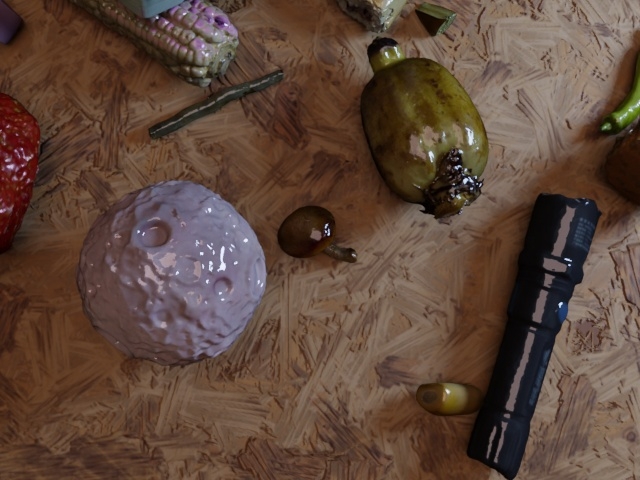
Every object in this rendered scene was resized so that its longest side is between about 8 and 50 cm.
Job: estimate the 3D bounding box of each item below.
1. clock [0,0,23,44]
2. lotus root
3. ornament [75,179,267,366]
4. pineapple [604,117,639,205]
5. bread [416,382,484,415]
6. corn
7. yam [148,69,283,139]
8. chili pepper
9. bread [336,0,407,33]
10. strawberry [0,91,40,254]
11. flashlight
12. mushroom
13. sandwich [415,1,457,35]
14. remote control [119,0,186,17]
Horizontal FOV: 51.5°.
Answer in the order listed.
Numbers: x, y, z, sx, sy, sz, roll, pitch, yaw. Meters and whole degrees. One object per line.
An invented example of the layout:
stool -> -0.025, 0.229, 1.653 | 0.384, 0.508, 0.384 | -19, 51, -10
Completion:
clock -> -0.541, -0.382, 1.025 | 0.152, 0.110, 0.050 | 43, 89, 3
lotus root -> 0.150, -0.168, 0.990 | 0.169, 0.141, 0.314 | -19, 75, -5
ornament -> -0.207, 0.051, 0.908 | 0.259, 0.259, 0.225 | 35, 64, 3
pineapple -> 0.564, -0.170, 0.998 | 0.278, 0.158, 0.158 | -43, 86, -14
bread -> 0.193, 0.239, 0.998 | 0.062, 0.103, 0.049 | -15, 68, 41
corn -> -0.278, -0.363, 1.019 | 0.335, 0.126, 0.127 | 34, 85, 5
yam -> -0.166, -0.220, 1.053 | 0.234, 0.029, 0.027 | -26, 112, -4
chili pepper -> 0.502, -0.246, 1.050 | 0.048, 0.043, 0.208 | 24, 79, 28
bread -> 0.081, -0.396, 1.044 | 0.125, 0.082, 0.106 | 40, 75, 14
strawberry -> -0.523, -0.104, 0.948 | 0.257, 0.257, 0.277 | 30, 68, 3
flashlight -> 0.311, 0.137, 0.980 | 0.103, 0.103, 0.424 | 18, 84, 2
mushroom -> 0.001, -0.007, 1.008 | 0.129, 0.073, 0.088 | 20, 51, -1
sandwich -> 0.186, -0.349, 1.059 | 0.030, 0.083, 0.044 | -32, 129, -8
remote control -> -0.169, -0.448, 0.995 | 0.344, 0.050, 0.145 | -35, 73, -25
